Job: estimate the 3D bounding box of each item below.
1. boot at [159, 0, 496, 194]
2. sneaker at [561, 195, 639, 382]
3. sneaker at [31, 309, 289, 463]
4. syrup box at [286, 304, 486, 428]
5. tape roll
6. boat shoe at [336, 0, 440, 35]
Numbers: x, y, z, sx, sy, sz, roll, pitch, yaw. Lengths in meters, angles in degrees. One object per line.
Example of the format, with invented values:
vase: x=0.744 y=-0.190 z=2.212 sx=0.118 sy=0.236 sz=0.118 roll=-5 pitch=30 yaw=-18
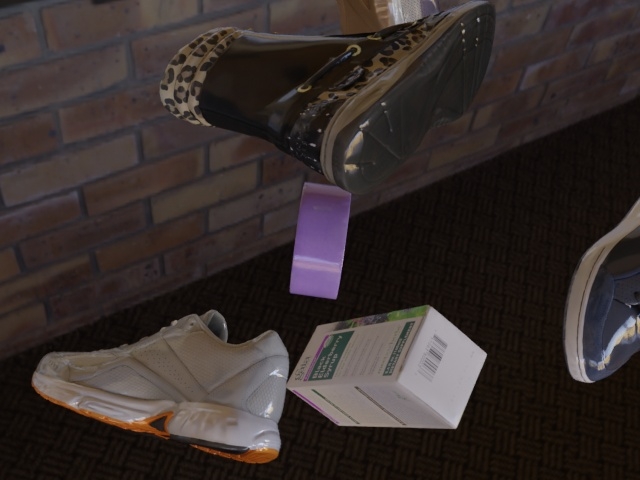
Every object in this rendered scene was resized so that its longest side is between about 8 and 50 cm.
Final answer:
boot: x=0.015 y=-0.134 z=0.560 sx=0.178 sy=0.085 sz=0.236 roll=21 pitch=45 yaw=27
sneaker: x=0.296 y=0.031 z=0.563 sx=0.163 sy=0.086 sz=0.226 roll=9 pitch=45 yaw=48
sneaker: x=-0.141 y=0.119 z=0.682 sx=0.262 sy=0.099 sz=0.121 roll=7 pitch=67 yaw=23
syrup box: x=0.066 y=0.150 z=0.853 sx=0.096 sy=0.237 sz=0.093 roll=40 pitch=62 yaw=-19
tape roll: x=0.000 y=0.000 z=1.237 sx=0.080 sy=0.189 sz=0.189 roll=7 pitch=51 yaw=1
boat shoe: x=0.067 y=-0.273 z=0.745 sx=0.092 sy=0.285 sz=0.103 roll=-36 pitch=38 yaw=-31
